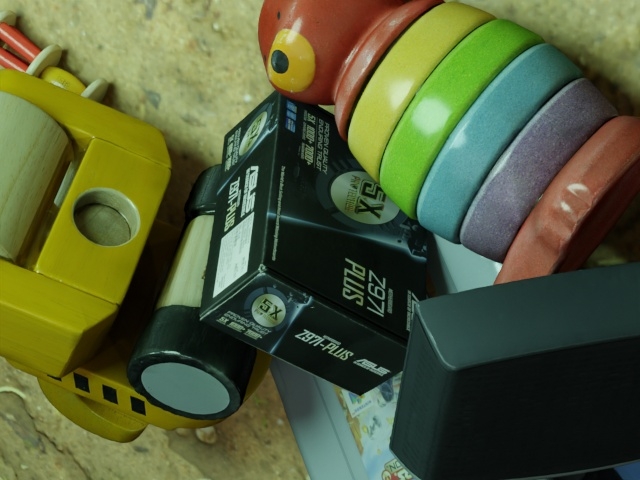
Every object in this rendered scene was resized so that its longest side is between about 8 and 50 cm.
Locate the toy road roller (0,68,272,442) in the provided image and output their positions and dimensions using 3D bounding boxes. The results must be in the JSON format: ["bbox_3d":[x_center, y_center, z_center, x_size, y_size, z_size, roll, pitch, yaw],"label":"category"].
[{"bbox_3d":[-0.193,0.041,1.084,0.329,0.203,0.240,24,142,-11],"label":"toy road roller"}]

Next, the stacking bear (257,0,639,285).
[{"bbox_3d":[0.077,-0.095,0.914,0.289,0.164,0.175,38,141,15],"label":"stacking bear"}]

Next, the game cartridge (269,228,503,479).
[{"bbox_3d":[0.079,0.110,1.049,0.297,0.062,0.198,-39,61,40],"label":"game cartridge"}]

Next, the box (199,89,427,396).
[{"bbox_3d":[0.000,0.000,0.968,0.147,0.180,0.077,29,135,-27],"label":"box"}]

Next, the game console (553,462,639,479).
[{"bbox_3d":[0.340,0.160,1.000,0.386,0.060,0.342,-25,106,37],"label":"game console"}]

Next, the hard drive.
[{"bbox_3d":[0.179,0.089,0.866,0.254,0.054,0.172,-7,137,-13],"label":"hard drive"}]

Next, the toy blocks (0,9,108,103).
[{"bbox_3d":[-0.268,-0.133,1.135,0.148,0.054,0.123,36,129,3],"label":"toy blocks"}]

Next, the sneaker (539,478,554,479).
[{"bbox_3d":[0.187,0.273,1.058,0.151,0.094,0.256,47,169,14],"label":"sneaker"}]
